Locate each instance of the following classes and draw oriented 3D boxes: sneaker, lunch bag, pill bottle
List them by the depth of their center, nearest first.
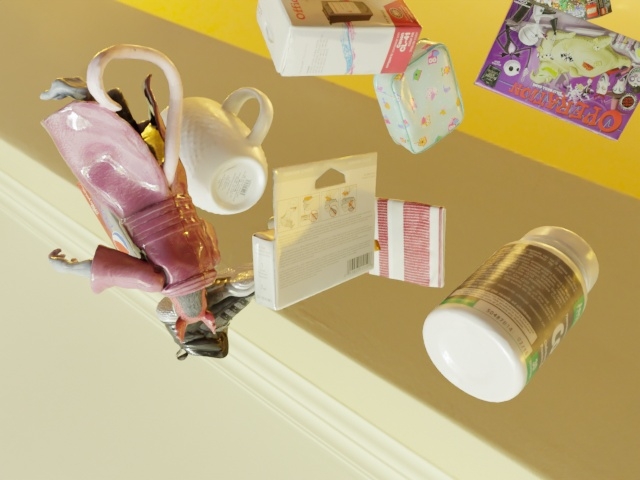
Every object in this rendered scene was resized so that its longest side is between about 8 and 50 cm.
[{"bbox_3d":[0.384,0.125,1.012,0.204,0.204,0.361,37,-127,26],"label":"pill bottle"},{"bbox_3d":[-0.196,0.150,1.082,0.269,0.153,0.101,-21,-155,-26],"label":"sneaker"},{"bbox_3d":[0.280,-0.396,1.431,0.224,0.279,0.108,-39,-137,-10],"label":"lunch bag"}]

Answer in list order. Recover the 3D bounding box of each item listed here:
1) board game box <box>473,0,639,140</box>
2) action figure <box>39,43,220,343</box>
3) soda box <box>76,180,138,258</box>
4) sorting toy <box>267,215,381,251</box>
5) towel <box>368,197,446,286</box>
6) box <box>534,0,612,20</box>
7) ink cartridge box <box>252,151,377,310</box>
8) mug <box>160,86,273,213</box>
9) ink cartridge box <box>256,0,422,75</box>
[{"bbox_3d":[0.552,-0.387,1.165,0.347,0.056,0.208,23,-70,4],"label":"board game box"},{"bbox_3d":[-0.209,-0.040,0.710,0.276,0.369,0.248,-18,-172,38],"label":"action figure"},{"bbox_3d":[-0.454,-0.047,1.206,0.083,0.092,0.263,-33,-83,-39],"label":"soda box"},{"bbox_3d":[0.000,0.000,1.386,0.307,0.041,0.228,-21,-95,33],"label":"sorting toy"},{"bbox_3d":[0.202,-0.005,1.466,0.329,0.236,0.037,11,-156,38],"label":"towel"},{"bbox_3d":[0.646,-0.654,1.369,0.044,0.159,0.233,-25,-162,-15],"label":"box"},{"bbox_3d":[-0.003,-0.029,0.925,0.060,0.238,0.275,14,-159,40],"label":"ink cartridge box"},{"bbox_3d":[-0.273,-0.263,1.463,0.374,0.276,0.328,-54,-134,8],"label":"mug"},{"bbox_3d":[0.036,-0.487,1.155,0.307,0.131,0.226,-8,-122,-22],"label":"ink cartridge box"}]
